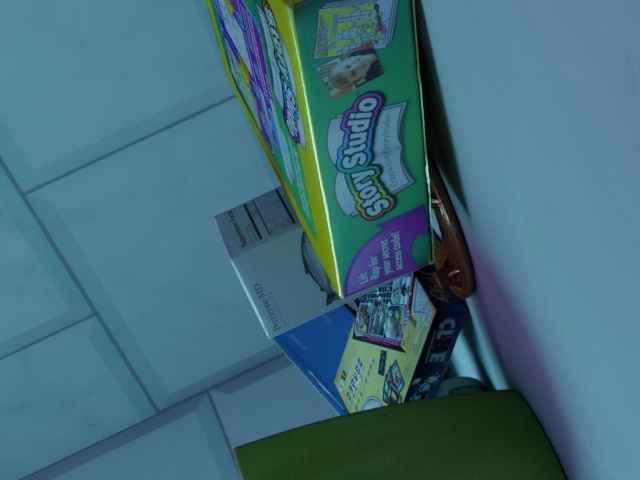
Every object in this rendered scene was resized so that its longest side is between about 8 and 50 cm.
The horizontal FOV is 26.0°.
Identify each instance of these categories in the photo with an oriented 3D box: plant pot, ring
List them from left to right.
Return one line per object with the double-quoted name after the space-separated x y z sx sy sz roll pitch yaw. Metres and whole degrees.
0.072 -0.088 1.438 0.336 0.032 0.336 155 90 -86 "ring"
0.099 0.276 1.437 0.275 0.294 0.274 154 90 -87 "plant pot"

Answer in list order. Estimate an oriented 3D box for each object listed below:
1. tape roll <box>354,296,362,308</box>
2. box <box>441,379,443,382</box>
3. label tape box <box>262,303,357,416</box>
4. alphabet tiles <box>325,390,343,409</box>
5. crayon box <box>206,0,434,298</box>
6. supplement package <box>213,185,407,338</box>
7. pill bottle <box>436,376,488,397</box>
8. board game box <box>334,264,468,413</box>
0.062 0.017 2.074 0.189 0.080 0.189 156 90 -87 "tape roll"
0.172 0.328 2.287 0.231 0.127 0.262 71 173 -73 "box"
0.076 0.205 2.028 0.240 0.106 0.334 46 -178 21 "label tape box"
0.036 0.241 2.193 0.198 0.009 0.237 48 -175 -34 "alphabet tiles"
-0.015 -0.180 1.190 0.363 0.106 0.313 79 166 -53 "crayon box"
0.000 0.000 1.383 0.105 0.179 0.105 -120 5 -62 "supplement package"
0.186 0.275 1.633 0.117 0.118 0.208 69 175 -56 "pill bottle"
0.090 0.127 1.630 0.165 0.042 0.243 -119 37 -48 "board game box"
